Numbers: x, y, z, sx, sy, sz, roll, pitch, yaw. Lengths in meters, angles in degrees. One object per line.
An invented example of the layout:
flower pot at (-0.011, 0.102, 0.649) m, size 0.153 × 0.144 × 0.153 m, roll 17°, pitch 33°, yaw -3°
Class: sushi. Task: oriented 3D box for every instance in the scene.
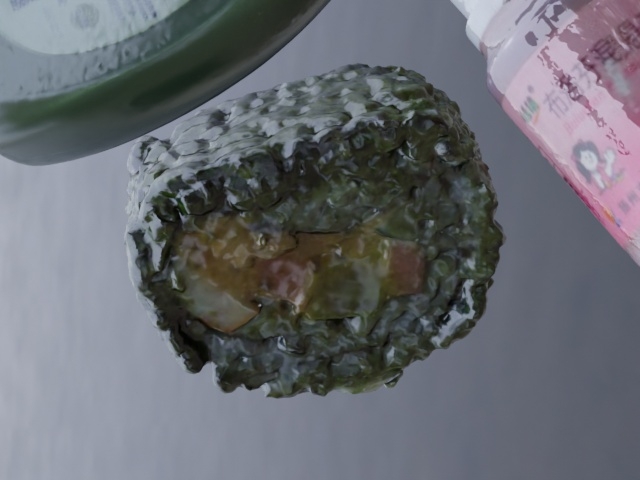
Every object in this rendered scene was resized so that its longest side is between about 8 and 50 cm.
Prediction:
sushi at (0.000, 0.000, 1.278) m, size 0.178 × 0.352 × 0.294 m, roll -100°, pitch -6°, yaw -64°

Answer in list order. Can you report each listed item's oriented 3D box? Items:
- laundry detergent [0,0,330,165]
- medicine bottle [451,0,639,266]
laundry detergent at (-0.036, -0.122, 0.433) m, size 0.211 × 0.063 × 0.137 m, roll -29°, pitch 66°, yaw 16°
medicine bottle at (0.175, -0.108, 0.787) m, size 0.247 × 0.147 × 0.147 m, roll 51°, pitch 140°, yaw 13°
